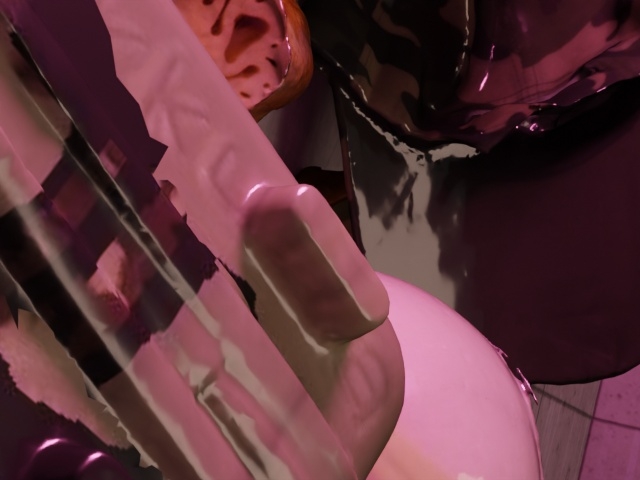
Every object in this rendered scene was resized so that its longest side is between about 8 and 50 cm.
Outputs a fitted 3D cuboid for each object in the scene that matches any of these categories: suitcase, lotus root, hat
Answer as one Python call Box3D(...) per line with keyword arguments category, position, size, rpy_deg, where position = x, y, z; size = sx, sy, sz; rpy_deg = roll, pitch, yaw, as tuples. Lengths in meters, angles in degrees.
Box3D(category="suitcase", position=(-0.183, -0.009, 0.459), size=(0.351, 0.339, 0.194), rpy_deg=(55, 43, -19))
Box3D(category="lotus root", position=(-0.053, -0.115, 1.082), size=(0.135, 0.095, 0.159), rpy_deg=(-6, 113, -73))
Box3D(category="hat", position=(0.164, -0.089, 1.323), size=(0.257, 0.366, 0.381), rpy_deg=(-82, 170, -64))

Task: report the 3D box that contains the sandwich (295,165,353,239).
Box3D(category="sandwich", position=(0.000, 0.000, 1.307), size=(0.116, 0.074, 0.074), rpy_deg=(-53, 148, -50))

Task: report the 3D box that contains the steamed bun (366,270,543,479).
Box3D(category="steamed bun", position=(-0.027, 0.163, 1.059), size=(0.309, 0.309, 0.309), rpy_deg=(12, 90, -70))
